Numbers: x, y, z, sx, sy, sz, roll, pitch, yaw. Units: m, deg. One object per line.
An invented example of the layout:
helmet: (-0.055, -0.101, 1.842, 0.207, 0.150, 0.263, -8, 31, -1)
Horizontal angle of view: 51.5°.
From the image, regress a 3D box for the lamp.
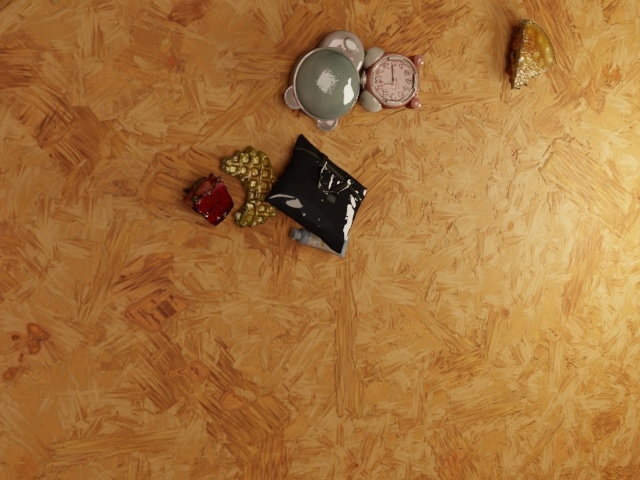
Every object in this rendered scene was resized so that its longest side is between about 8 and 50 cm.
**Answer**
lamp: (0.026, -0.406, 1.642, 0.179, 0.108, 0.246, 32, 85, -30)

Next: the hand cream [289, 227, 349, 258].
hand cream: (0.000, 0.000, 1.742, 0.170, 0.043, 0.065, 14, 93, -29)

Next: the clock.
clock: (0.176, -0.415, 1.726, 0.162, 0.093, 0.166, 0, 101, -15)

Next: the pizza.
pizza: (0.584, -0.523, 1.905, 0.193, 0.053, 0.201, -51, 127, -10)

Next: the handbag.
handbag: (-0.002, -0.119, 1.683, 0.254, 0.088, 0.211, 36, 66, -25)

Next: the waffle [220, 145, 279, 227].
waffle: (-0.170, -0.130, 1.635, 0.149, 0.051, 0.194, -31, 111, -18)

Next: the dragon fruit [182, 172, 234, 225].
dragon fruit: (-0.272, -0.110, 1.569, 0.102, 0.096, 0.147, -39, 156, -9)
